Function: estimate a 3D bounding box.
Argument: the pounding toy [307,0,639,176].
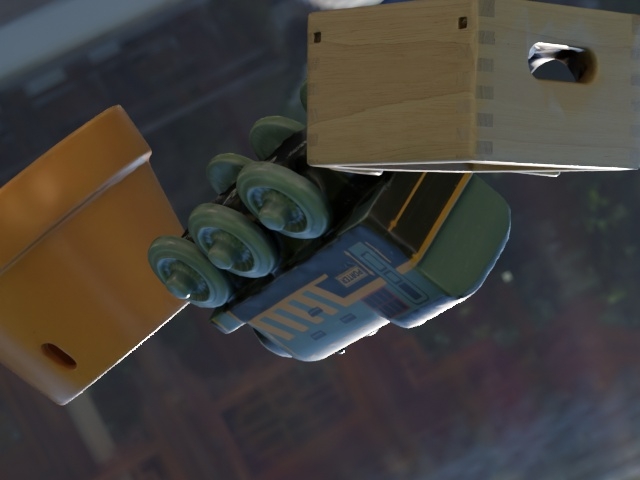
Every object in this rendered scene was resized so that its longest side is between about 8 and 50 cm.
[{"bbox_3d":[0.075,-0.084,1.068,0.181,0.094,0.206,0,-179,-41],"label":"pounding toy"}]

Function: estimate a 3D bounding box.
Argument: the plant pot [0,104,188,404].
[{"bbox_3d":[-0.252,0.029,1.992,0.291,0.203,0.291,-40,-178,2],"label":"plant pot"}]

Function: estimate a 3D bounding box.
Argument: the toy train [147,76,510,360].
[{"bbox_3d":[0.000,0.000,1.512,0.142,0.190,0.334,-56,-169,-31],"label":"toy train"}]
